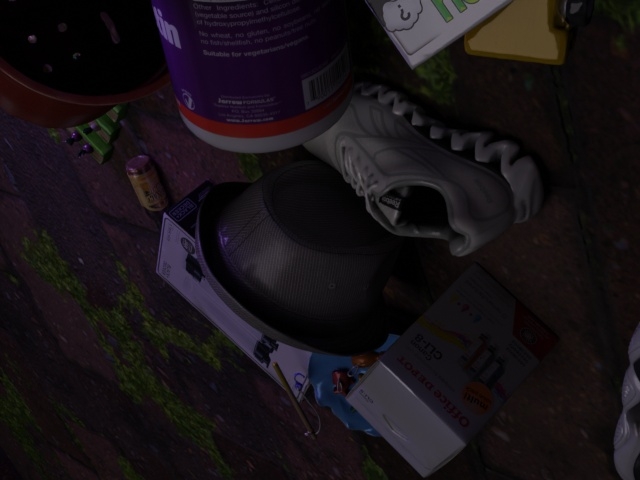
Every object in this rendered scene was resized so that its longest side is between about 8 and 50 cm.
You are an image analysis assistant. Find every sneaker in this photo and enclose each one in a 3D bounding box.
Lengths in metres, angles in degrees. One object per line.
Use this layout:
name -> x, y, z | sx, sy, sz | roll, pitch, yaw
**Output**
sneaker -> 0.360, 0.170, 0.993 | 0.153, 0.101, 0.269 | 28, 142, 36
sneaker -> 0.073, -0.074, 1.079 | 0.292, 0.118, 0.110 | 26, 145, 37

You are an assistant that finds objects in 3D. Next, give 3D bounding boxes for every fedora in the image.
fedora -> 0.000, 0.000, 1.184 | 0.124, 0.275, 0.244 | -48, 49, 33

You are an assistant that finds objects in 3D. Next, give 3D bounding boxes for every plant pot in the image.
plant pot -> -0.282, -0.253, 1.218 | 0.272, 0.272, 0.265 | 53, 159, -7

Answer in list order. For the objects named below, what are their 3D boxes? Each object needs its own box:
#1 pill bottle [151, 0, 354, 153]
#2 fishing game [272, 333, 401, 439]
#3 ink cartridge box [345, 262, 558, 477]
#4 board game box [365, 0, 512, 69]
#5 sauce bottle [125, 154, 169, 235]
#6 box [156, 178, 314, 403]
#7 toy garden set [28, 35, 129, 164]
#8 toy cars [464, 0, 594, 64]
pill bottle -> -0.071, -0.250, 0.993 | 0.181, 0.181, 0.323 | 27, 144, 32
fishing game -> 0.071, 0.184, 1.350 | 0.264, 0.041, 0.189 | -8, 123, 23
ink cartridge box -> 0.140, 0.142, 1.178 | 0.128, 0.176, 0.127 | 43, 150, 8
board game box -> 0.126, -0.274, 0.708 | 0.305, 0.053, 0.193 | -32, 96, 35
sauce bottle -> -0.244, -0.063, 1.585 | 0.042, 0.042, 0.128 | 19, 141, 41
box -> -0.090, 0.072, 1.491 | 0.290, 0.087, 0.169 | 41, 149, 14
toy garden set -> -0.367, -0.228, 1.544 | 0.204, 0.049, 0.244 | 46, 150, 4
toy cars -> 0.097, -0.314, 0.792 | 0.176, 0.087, 0.394 | -34, 95, 35
